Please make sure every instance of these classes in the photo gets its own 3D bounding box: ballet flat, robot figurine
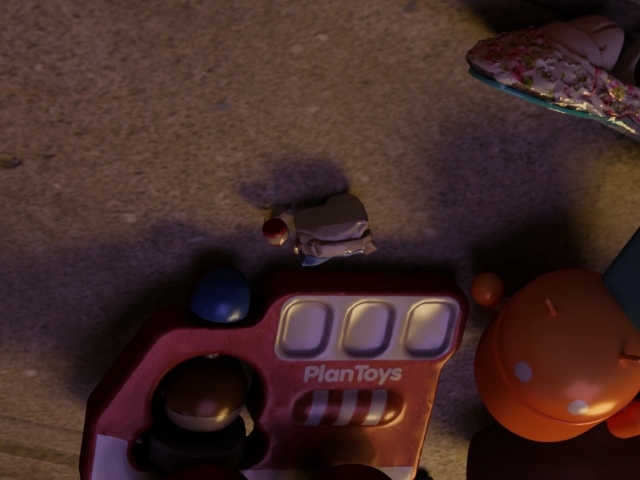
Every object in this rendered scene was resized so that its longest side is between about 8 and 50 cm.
[{"bbox_3d":[0.205,-0.118,1.270,0.241,0.091,0.077,17,105,-37],"label":"ballet flat"},{"bbox_3d":[0.195,0.094,1.459,0.128,0.158,0.219,-11,167,-9],"label":"robot figurine"}]

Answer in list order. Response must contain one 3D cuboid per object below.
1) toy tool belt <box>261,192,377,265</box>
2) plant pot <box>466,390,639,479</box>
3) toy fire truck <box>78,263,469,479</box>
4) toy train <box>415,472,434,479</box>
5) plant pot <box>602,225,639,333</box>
[{"bbox_3d":[0.000,0.000,1.384,0.083,0.052,0.051,-12,135,4],"label":"toy tool belt"},{"bbox_3d":[0.257,0.223,1.632,0.230,0.215,0.215,-6,145,19],"label":"plant pot"},{"bbox_3d":[-0.043,0.132,1.483,0.302,0.169,0.254,3,117,-17],"label":"toy fire truck"},{"bbox_3d":[0.039,0.263,1.758,0.158,0.027,0.036,-17,153,9],"label":"toy train"},{"bbox_3d":[0.346,-0.001,1.294,0.165,0.165,0.234,-22,154,-23],"label":"plant pot"}]
